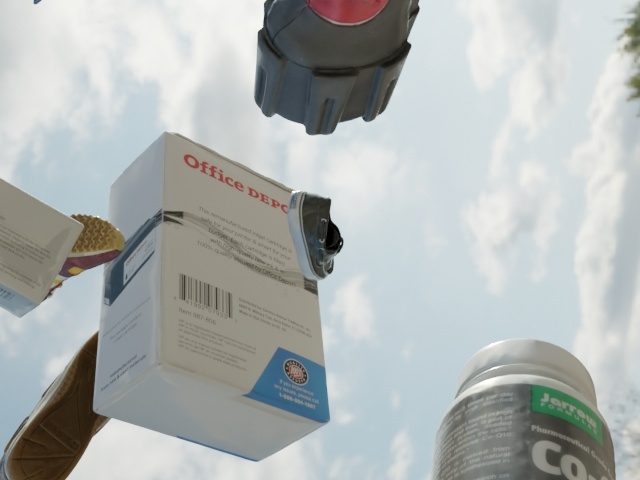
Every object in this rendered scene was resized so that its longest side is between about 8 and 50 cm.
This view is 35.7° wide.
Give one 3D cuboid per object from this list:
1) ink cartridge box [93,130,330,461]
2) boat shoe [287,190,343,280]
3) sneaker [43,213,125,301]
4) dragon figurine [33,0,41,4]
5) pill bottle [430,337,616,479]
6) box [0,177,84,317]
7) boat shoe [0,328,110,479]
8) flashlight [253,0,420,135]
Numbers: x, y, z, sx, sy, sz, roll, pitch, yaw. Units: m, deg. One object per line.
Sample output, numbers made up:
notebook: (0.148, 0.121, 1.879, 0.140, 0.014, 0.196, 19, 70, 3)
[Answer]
ink cartridge box: (-0.154, 0.079, 1.425, 0.285, 0.166, 0.395, 26, -137, -34)
boat shoe: (0.000, 0.000, 0.953, 0.142, 0.040, 0.049, 71, -153, -60)
sneaker: (-0.302, 0.027, 1.106, 0.070, 0.185, 0.084, -89, -10, -49)
dragon figurine: (-0.359, -0.348, 1.213, 0.144, 0.289, 0.085, 21, -107, -21)
pill bottle: (0.219, 0.277, 1.081, 0.361, 0.204, 0.204, -70, -29, -58)
box: (-0.290, 0.006, 0.909, 0.101, 0.102, 0.087, 31, -113, -18)
boat shoe: (-0.363, 0.239, 1.510, 0.123, 0.123, 0.342, 46, -125, -17)
flashlight: (0.016, -0.166, 0.468, 0.304, 0.103, 0.103, 108, -178, -57)
